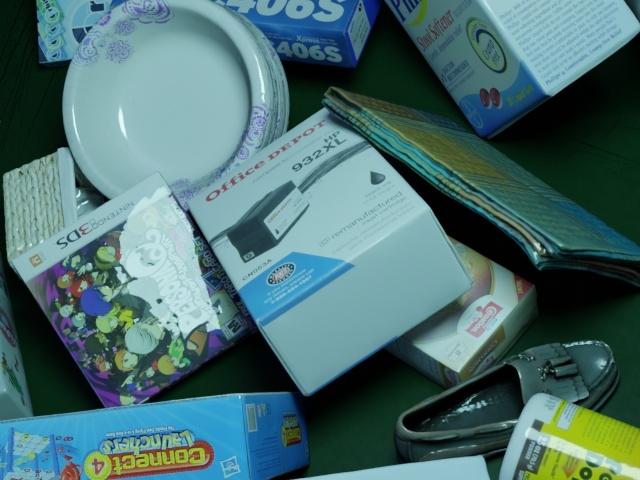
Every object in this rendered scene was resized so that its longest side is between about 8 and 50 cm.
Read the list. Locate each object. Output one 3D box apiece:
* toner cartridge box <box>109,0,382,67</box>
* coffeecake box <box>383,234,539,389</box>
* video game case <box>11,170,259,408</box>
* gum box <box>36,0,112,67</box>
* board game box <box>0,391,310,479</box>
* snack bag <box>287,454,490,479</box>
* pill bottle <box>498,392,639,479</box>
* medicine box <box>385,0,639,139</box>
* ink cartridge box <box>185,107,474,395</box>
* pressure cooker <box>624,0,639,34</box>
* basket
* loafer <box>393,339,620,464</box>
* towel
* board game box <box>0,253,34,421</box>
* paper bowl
[{"bbox_3d":[-0.096,-0.335,1.798,0.348,0.075,0.165,9,57,20],"label":"toner cartridge box"},{"bbox_3d":[0.137,0.075,1.538,0.185,0.068,0.142,31,67,32],"label":"coffeecake box"},{"bbox_3d":[-0.221,0.066,1.587,0.210,0.042,0.232,-32,84,-11],"label":"video game case"},{"bbox_3d":[-0.326,-0.344,1.948,0.184,0.041,0.157,-5,85,11],"label":"gum box"},{"bbox_3d":[-0.187,0.216,1.369,0.302,0.308,0.086,-8,83,10],"label":"board game box"},{"bbox_3d":[0.073,0.374,1.243,0.323,0.037,0.342,-3,59,-27],"label":"snack bag"},{"bbox_3d":[0.296,0.242,1.330,0.215,0.117,0.117,19,61,17],"label":"pill bottle"},{"bbox_3d":[0.207,-0.300,1.607,0.149,0.263,0.289,-36,90,-12],"label":"medicine box"},{"bbox_3d":[0.000,0.000,1.513,0.223,0.129,0.307,-34,33,-2],"label":"ink cartridge box"},{"bbox_3d":[0.520,-0.349,1.545,0.375,0.370,0.420,-54,30,29],"label":"pressure cooker"},{"bbox_3d":[-0.342,-0.019,1.710,0.103,0.113,0.167,-18,52,7],"label":"basket"},{"bbox_3d":[0.204,0.175,1.434,0.267,0.084,0.096,-25,52,-5],"label":"loafer"},{"bbox_3d":[0.199,-0.063,1.533,0.370,0.271,0.040,39,109,36],"label":"towel"},{"bbox_3d":[-0.498,0.134,1.645,0.224,0.097,0.303,-22,50,-1],"label":"board game box"},{"bbox_3d":[-0.178,-0.172,1.711,0.284,0.148,0.284,1,92,17],"label":"paper bowl"}]
